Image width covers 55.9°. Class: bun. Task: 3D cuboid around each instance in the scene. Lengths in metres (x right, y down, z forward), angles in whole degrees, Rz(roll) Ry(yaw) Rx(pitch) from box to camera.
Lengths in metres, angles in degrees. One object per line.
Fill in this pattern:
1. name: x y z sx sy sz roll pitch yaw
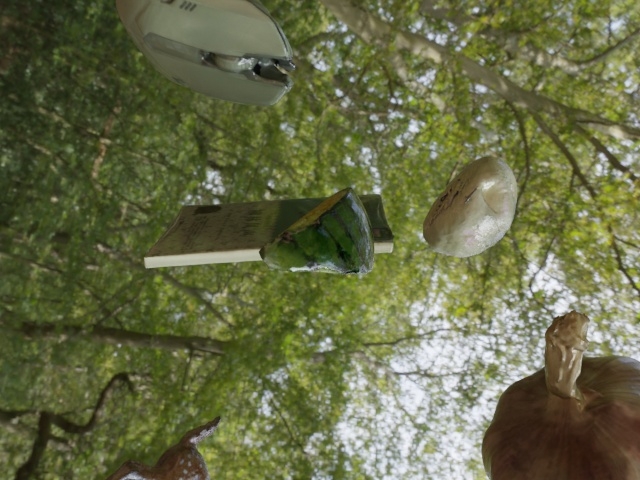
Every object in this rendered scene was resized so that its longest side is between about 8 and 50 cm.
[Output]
1. bun: 0.361 -0.069 1.442 0.273 0.168 0.273 -50 -173 9

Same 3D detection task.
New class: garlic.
1. garlic: 0.283 0.188 0.638 0.245 0.253 0.245 -19 -158 8

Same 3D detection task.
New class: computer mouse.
1. computer mouse: -0.236 -0.376 1.080 0.429 0.145 0.228 32 -33 21

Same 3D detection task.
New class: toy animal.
1. toy animal: -0.139 0.342 0.701 0.087 0.259 0.244 13 -73 49

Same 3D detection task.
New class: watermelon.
1. watermelon: 0.008 0.007 0.533 0.092 0.075 0.181 -33 -176 1

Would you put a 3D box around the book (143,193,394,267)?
1. book: -0.075 -0.022 1.011 0.264 0.379 0.031 -90 175 -70
